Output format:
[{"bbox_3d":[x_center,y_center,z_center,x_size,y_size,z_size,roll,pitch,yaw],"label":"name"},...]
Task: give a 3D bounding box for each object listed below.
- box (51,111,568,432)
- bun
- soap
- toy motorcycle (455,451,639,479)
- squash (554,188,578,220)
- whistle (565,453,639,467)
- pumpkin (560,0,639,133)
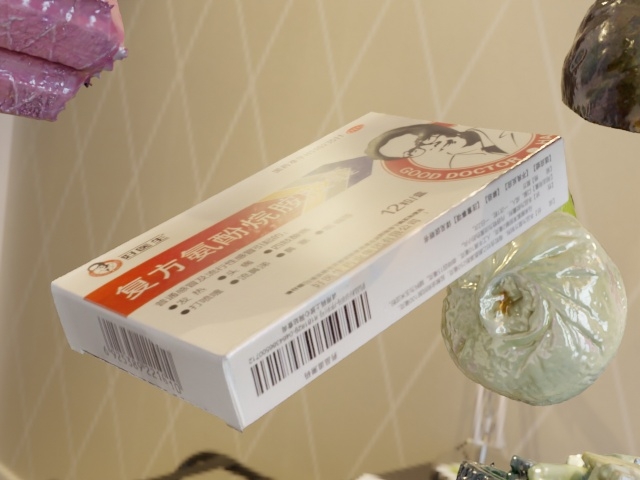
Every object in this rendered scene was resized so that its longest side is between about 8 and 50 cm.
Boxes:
[{"bbox_3d":[0.000,0.000,0.806,0.353,0.069,0.214,-29,29,-35],"label":"box"},{"bbox_3d":[0.241,0.081,1.284,0.243,0.244,0.153,17,7,43],"label":"bun"},{"bbox_3d":[-0.329,-0.230,0.946,0.324,0.220,0.127,12,44,-50],"label":"soap"},{"bbox_3d":[0.345,0.326,1.115,0.410,0.169,0.237,21,-4,-14],"label":"toy motorcycle"},{"bbox_3d":[0.290,-0.042,1.719,0.233,0.309,0.210,-15,29,17],"label":"squash"},{"bbox_3d":[0.466,0.357,1.537,0.223,0.123,0.123,7,9,7],"label":"whistle"},{"bbox_3d":[0.355,-0.242,1.250,0.148,0.169,0.312,-12,23,3],"label":"pumpkin"}]
